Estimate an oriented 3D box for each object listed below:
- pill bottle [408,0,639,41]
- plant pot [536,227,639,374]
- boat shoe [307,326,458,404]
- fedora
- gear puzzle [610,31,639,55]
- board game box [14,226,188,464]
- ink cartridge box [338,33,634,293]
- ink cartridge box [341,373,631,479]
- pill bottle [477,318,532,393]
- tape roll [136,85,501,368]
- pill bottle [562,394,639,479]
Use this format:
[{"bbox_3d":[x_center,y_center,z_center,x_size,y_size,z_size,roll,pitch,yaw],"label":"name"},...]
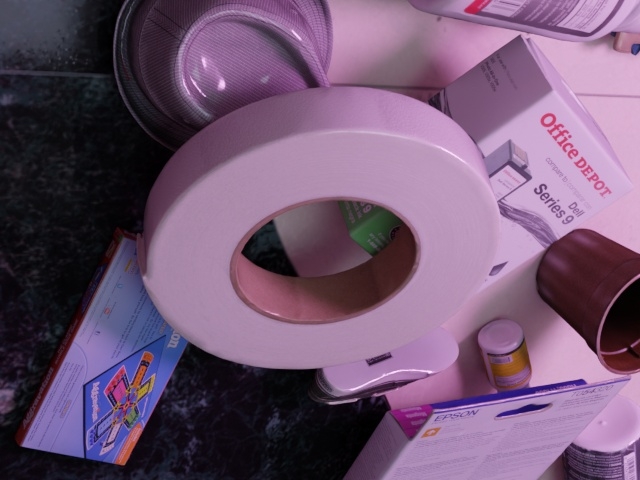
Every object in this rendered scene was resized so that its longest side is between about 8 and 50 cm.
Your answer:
[{"bbox_3d":[0.254,-0.319,1.374,0.318,0.176,0.176,4,113,-33],"label":"pill bottle"},{"bbox_3d":[0.396,0.071,1.684,0.167,0.165,0.167,-15,123,-24],"label":"plant pot"},{"bbox_3d":[0.081,0.163,1.612,0.219,0.078,0.070,-10,155,-30],"label":"boat shoe"},{"bbox_3d":[-0.078,-0.182,1.284,0.275,0.124,0.244,34,96,-39],"label":"fedora"},{"bbox_3d":[0.460,-0.398,1.547,0.175,0.044,0.339,0,112,-30],"label":"gear puzzle"},{"bbox_3d":[-0.233,0.129,1.425,0.145,0.027,0.281,20,104,-36],"label":"board game box"},{"bbox_3d":[0.190,-0.072,1.453,0.289,0.121,0.211,-36,131,17],"label":"ink cartridge box"},{"bbox_3d":[0.211,0.271,1.668,0.324,0.071,0.330,-5,142,-29],"label":"ink cartridge box"},{"bbox_3d":[0.263,0.173,1.725,0.065,0.065,0.116,-29,128,-14],"label":"pill bottle"},{"bbox_3d":[0.000,0.000,1.327,0.392,0.072,0.392,-7,139,-6],"label":"tape roll"},{"bbox_3d":[0.444,0.366,1.900,0.130,0.130,0.246,-25,127,-17],"label":"pill bottle"}]
